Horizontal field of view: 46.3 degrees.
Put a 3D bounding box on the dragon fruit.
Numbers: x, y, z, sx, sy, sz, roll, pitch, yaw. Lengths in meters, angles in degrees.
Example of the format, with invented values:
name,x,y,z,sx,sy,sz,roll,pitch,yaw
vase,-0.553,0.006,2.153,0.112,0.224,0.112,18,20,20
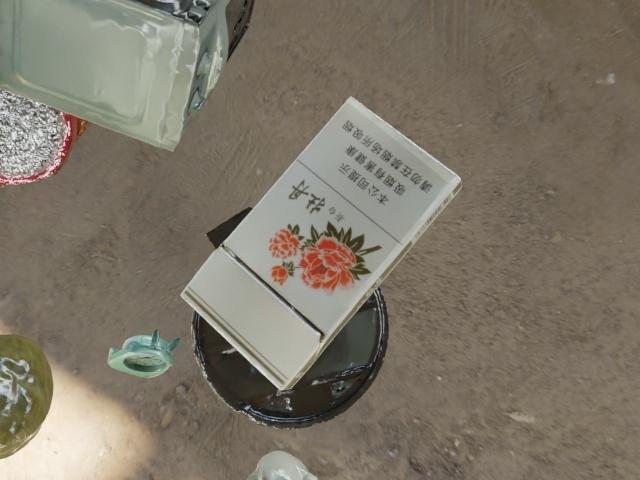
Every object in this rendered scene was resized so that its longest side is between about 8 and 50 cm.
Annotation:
name,x,y,z,sx,sy,sz,roll,pitch,yaw
dragon fruit,-0.636,-0.275,1.570,0.305,0.225,0.305,0,115,-1

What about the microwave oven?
name,x,y,z,sx,sy,sz,roll,pitch,yaw
microwave oven,-0.199,-0.280,0.850,0.238,0.295,0.181,21,132,-4

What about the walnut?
name,x,y,z,sx,sy,sz,roll,pitch,yaw
walnut,-0.719,0.324,1.575,0.282,0.253,0.276,-11,59,-1

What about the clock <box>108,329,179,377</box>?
name,x,y,z,sx,sy,sz,roll,pitch,yaw
clock,-0.320,0.209,1.386,0.101,0.135,0.041,28,46,-36

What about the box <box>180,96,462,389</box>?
name,x,y,z,sx,sy,sz,roll,pitch,yaw
box,0.000,0.000,0.551,0.109,0.029,0.198,40,88,18

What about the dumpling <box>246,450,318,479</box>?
name,x,y,z,sx,sy,sz,roll,pitch,yaw
dumpling,-0.088,0.500,1.544,0.150,0.176,0.092,-15,127,-40

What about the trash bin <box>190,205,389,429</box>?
name,x,y,z,sx,sy,sz,roll,pitch,yaw
trash bin,-0.040,0.089,0.935,0.217,0.262,0.277,-29,95,-2
